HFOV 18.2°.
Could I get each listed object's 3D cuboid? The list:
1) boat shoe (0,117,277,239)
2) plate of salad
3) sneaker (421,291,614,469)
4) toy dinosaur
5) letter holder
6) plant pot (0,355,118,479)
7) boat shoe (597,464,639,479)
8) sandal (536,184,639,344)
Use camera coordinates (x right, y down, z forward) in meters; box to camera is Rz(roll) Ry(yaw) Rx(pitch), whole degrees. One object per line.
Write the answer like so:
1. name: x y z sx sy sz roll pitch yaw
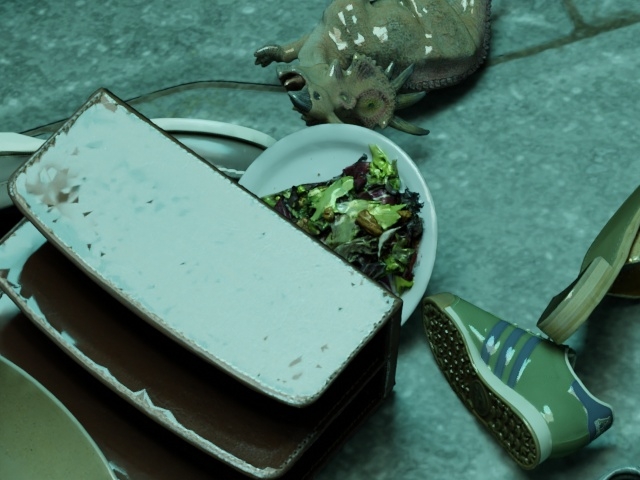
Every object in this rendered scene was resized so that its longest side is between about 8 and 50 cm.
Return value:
1. boat shoe: -0.193 -0.039 1.735 0.324 0.116 0.097 -3 62 8
2. plate of salad: 0.000 0.000 1.631 0.200 0.048 0.200 -5 78 25
3. sneaker: 0.156 0.101 1.550 0.086 0.064 0.192 -14 39 -19
4. toy dinosaur: 0.070 -0.167 1.783 0.295 0.127 0.200 -21 52 -22
5. letter holder: -0.121 0.068 1.530 0.302 0.152 0.214 35 65 18
6. plant pot: -0.295 0.231 1.430 0.191 0.284 0.284 -41 40 24
7. boat shoe: 0.162 0.290 1.338 0.116 0.099 0.319 16 55 23
8. sandal: 0.253 0.026 1.588 0.079 0.088 0.240 42 44 1
